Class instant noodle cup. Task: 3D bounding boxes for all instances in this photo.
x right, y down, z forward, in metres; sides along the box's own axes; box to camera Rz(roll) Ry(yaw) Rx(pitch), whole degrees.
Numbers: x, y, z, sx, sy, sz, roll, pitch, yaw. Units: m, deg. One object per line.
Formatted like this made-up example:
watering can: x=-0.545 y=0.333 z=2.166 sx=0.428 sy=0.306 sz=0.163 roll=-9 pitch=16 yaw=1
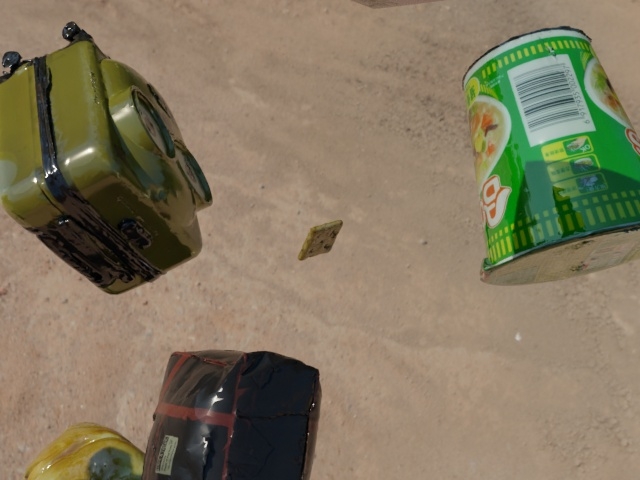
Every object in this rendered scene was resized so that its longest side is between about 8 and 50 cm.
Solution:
instant noodle cup: x=0.245 y=-0.088 z=0.681 sx=0.207 sy=0.207 sz=0.232 roll=-5 pitch=73 yaw=-21

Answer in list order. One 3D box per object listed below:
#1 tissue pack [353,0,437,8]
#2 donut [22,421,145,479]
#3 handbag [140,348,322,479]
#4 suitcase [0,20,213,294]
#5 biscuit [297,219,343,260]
tissue pack: x=0.036 y=-0.175 z=0.284 sx=0.149 sy=0.092 sz=0.246 roll=4 pitch=10 yaw=31
donut: x=-0.322 y=0.442 z=1.015 sx=0.360 sy=0.360 sz=0.170 roll=35 pitch=55 yaw=13
handbag: x=-0.099 y=0.217 z=0.643 sx=0.155 sy=0.169 sz=0.215 roll=21 pitch=69 yaw=-32
suitcase: x=-0.212 y=-0.081 z=0.642 sx=0.143 sy=0.194 sz=0.235 roll=-25 pitch=55 yaw=3
biscuit: x=0.000 y=0.000 z=1.196 sx=0.081 sy=0.083 sz=0.018 roll=-15 pitch=52 yaw=-41
